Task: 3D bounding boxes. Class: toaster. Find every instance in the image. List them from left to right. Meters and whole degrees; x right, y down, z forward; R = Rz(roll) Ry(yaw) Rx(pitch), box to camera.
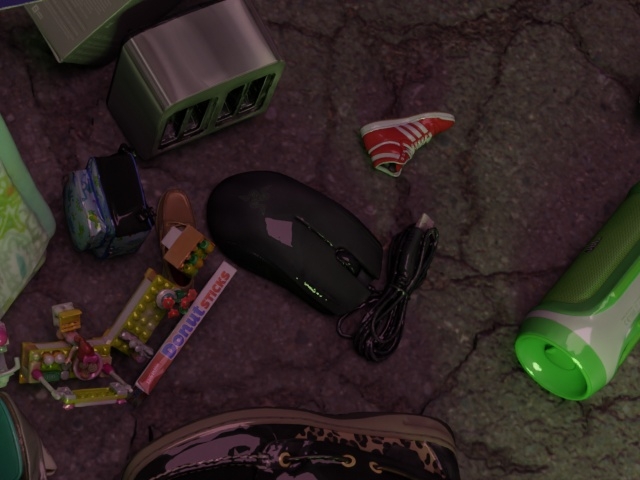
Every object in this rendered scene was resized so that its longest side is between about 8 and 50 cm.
[{"bbox_3d":[-0.141,-0.191,2.006,0.168,0.186,0.110,-25,74,-24],"label":"toaster"}]

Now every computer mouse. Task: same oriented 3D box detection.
[{"bbox_3d":[0.000,0.000,2.038,0.272,0.072,0.188,28,66,-5],"label":"computer mouse"}]

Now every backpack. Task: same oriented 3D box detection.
[{"bbox_3d":[-0.239,-0.033,1.957,0.084,0.114,0.105,-13,72,-20],"label":"backpack"}]

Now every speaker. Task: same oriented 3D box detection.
[{"bbox_3d":[0.356,0.049,2.093,0.131,0.131,0.296,42,65,2],"label":"speaker"}]

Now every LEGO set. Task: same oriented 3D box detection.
[{"bbox_3d":[-0.215,0.099,1.884,0.287,0.107,0.132,-25,119,-20],"label":"LEGO set"}]

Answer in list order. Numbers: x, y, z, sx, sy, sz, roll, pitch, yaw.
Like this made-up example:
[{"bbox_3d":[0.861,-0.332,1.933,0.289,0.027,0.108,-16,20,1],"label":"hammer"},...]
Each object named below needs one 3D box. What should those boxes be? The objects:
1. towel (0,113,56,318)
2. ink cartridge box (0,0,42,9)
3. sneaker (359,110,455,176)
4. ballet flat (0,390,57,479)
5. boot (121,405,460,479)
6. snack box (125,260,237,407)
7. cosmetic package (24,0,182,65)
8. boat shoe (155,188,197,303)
[{"bbox_3d":[-0.428,-0.003,1.771,0.090,0.374,0.320,20,61,30],"label":"towel"},{"bbox_3d":[-0.492,-0.309,1.848,0.330,0.071,0.324,-18,39,-19],"label":"ink cartridge box"},{"bbox_3d":[0.111,-0.115,2.129,0.118,0.042,0.067,-11,70,-12],"label":"sneaker"},{"bbox_3d":[-0.305,0.263,1.864,0.068,0.072,0.213,2,68,-45],"label":"ballet flat"},{"bbox_3d":[-0.001,0.322,1.839,0.377,0.138,0.284,2,47,-23],"label":"boot"},{"bbox_3d":[-0.155,0.103,1.958,0.022,0.064,0.178,37,65,-4],"label":"snack box"},{"bbox_3d":[-0.208,-0.307,1.996,0.238,0.127,0.107,-35,82,19],"label":"cosmetic package"},{"bbox_3d":[-0.158,0.001,2.005,0.050,0.045,0.135,-1,71,-17],"label":"boat shoe"}]
